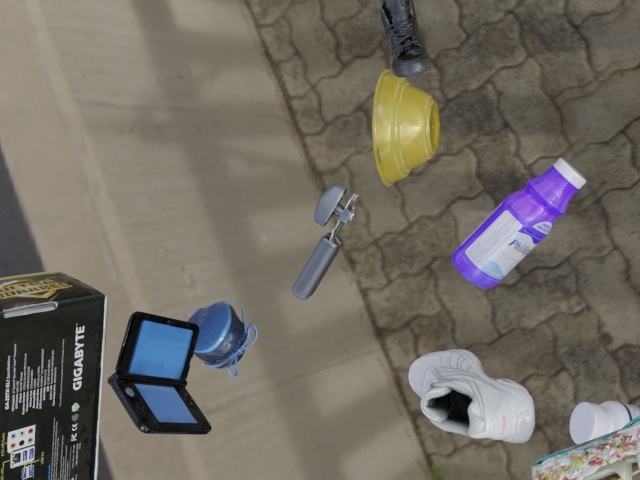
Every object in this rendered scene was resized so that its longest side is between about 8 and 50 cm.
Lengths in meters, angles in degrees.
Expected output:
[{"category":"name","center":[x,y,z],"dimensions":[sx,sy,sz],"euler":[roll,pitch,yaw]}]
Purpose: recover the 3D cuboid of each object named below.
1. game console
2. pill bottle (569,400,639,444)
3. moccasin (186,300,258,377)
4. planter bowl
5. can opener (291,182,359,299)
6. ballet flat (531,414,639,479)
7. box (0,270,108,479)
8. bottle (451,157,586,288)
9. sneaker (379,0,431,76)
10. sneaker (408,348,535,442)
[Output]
[{"category":"game console","center":[-0.157,0.143,0.890],"dimensions":[0.071,0.122,0.107],"euler":[-47,62,11]},{"category":"pill bottle","center":[0.586,0.371,1.632],"dimensions":[0.112,0.187,0.112],"euler":[-166,90,-76]},{"category":"moccasin","center":[-0.195,0.195,1.708],"dimensions":[0.117,0.342,0.137],"euler":[40,81,-12]},{"category":"planter bowl","center":[0.167,-0.208,1.550],"dimensions":[0.090,0.217,0.217],"euler":[0,97,20]},{"category":"can opener","center":[0.000,0.000,1.954],"dimensions":[0.095,0.076,0.283],"euler":[33,107,8]},{"category":"ballet flat","center":[0.341,0.246,0.927],"dimensions":[0.241,0.091,0.077],"euler":[-40,43,37]},{"category":"box","center":[-0.298,0.198,0.647],"dimensions":[0.079,0.257,0.322],"euler":[17,107,40]},{"category":"bottle","center":[0.379,-0.032,1.601],"dimensions":[0.283,0.118,0.092],"euler":[-48,55,18]},{"category":"sneaker","center":[0.105,-0.277,1.104],"dimensions":[0.051,0.170,0.089],"euler":[-15,116,7]},{"category":"sneaker","center":[0.169,0.198,1.107],"dimensions":[0.232,0.115,0.090],"euler":[13,100,63]}]
